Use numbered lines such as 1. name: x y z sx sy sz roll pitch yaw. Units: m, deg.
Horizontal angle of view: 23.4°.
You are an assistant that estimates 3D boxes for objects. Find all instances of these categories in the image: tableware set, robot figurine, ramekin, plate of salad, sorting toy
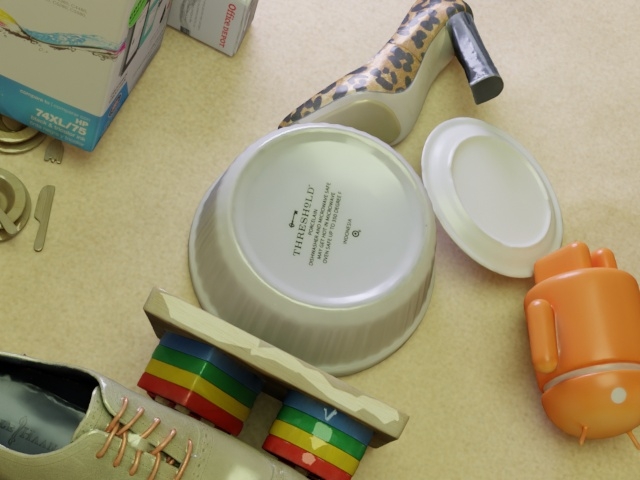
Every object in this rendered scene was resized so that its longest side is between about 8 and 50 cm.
1. tableware set: -0.343 -0.091 1.652 0.128 0.039 0.194 10 65 -6
2. robot figurine: 0.288 0.114 1.632 0.128 0.158 0.219 -10 66 8
3. ramekin: 0.000 0.000 1.628 0.273 0.127 0.272 4 66 -9
4. plate of salad: 0.187 -0.045 1.715 0.200 0.048 0.199 18 54 -27
5. sorting toy: -0.060 0.157 1.487 0.257 0.255 0.089 27 80 2

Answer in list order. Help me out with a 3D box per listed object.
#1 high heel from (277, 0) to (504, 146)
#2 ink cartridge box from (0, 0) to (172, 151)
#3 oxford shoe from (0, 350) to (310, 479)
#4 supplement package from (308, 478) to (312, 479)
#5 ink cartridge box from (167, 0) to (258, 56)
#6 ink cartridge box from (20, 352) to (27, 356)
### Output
1. high heel: 0.062 -0.199 1.773 0.261 0.093 0.186 -16 47 -4
2. ink cartridge box: -0.263 -0.276 1.600 0.197 0.270 0.198 25 49 0
3. oxford shoe: -0.163 0.199 1.331 0.397 0.146 0.140 16 62 5
4. supplement package: -0.006 0.308 1.460 0.105 0.179 0.105 20 64 0
5. ink cartridge box: -0.143 -0.288 1.739 0.150 0.109 0.063 26 61 2
6. ink cartridge box: -0.275 0.315 1.435 0.309 0.130 0.272 44 67 10
